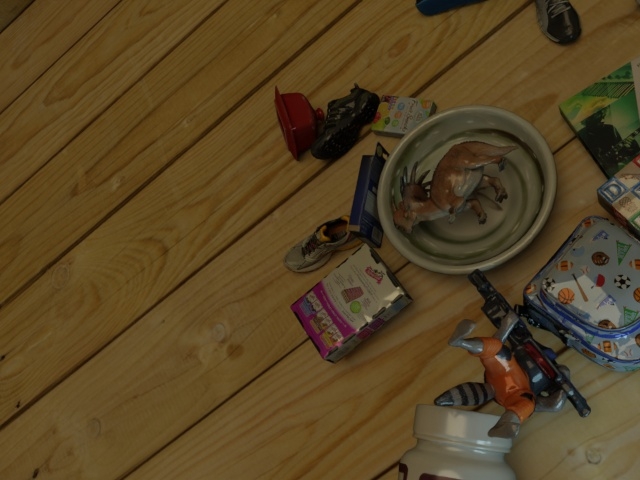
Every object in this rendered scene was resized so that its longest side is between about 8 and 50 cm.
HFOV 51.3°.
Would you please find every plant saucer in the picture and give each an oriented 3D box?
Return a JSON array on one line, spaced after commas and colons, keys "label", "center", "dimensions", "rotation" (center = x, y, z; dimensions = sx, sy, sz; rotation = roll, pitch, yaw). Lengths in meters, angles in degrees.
[{"label": "plant saucer", "center": [0.328, -0.106, 1.503], "dimensions": [0.400, 0.100, 0.400], "rotation": [-9, 68, 24]}]

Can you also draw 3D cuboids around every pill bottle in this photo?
[{"label": "pill bottle", "center": [0.251, 0.521, 1.257], "dimensions": [0.224, 0.224, 0.392], "rotation": [2, 75, 27]}]

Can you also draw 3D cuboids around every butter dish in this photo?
[{"label": "butter dish", "center": [-0.048, -0.319, 1.757], "dimensions": [0.118, 0.160, 0.160], "rotation": [-16, 64, -4]}]

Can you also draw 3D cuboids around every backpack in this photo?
[{"label": "backpack", "center": [0.552, 0.107, 1.266], "dimensions": [0.263, 0.213, 0.276], "rotation": [41, 91, 21]}]

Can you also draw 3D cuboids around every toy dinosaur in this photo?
[{"label": "toy dinosaur", "center": [0.277, -0.132, 1.415], "dimensions": [0.296, 0.127, 0.200], "rotation": [-49, 52, -2]}]

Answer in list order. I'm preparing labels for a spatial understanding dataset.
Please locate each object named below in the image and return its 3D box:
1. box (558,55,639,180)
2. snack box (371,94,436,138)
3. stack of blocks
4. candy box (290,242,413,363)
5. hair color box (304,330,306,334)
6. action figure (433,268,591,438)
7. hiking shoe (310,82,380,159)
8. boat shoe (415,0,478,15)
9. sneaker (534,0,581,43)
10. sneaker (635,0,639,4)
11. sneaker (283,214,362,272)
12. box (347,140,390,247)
[{"label": "box", "center": [0.683, -0.221, 1.388], "dimensions": [0.232, 0.058, 0.322], "rotation": [-32, 61, 14]}, {"label": "snack box", "center": [0.208, -0.307, 1.669], "dimensions": [0.141, 0.037, 0.100], "rotation": [14, 81, 30]}, {"label": "stack of blocks", "center": [0.703, -0.122, 1.263], "dimensions": [0.297, 0.087, 0.171], "rotation": [-41, 61, 9]}, {"label": "candy box", "center": [0.068, 0.142, 1.506], "dimensions": [0.233, 0.071, 0.159], "rotation": [-40, 60, 9]}, {"label": "hair color box", "center": [0.043, 0.167, 1.583], "dimensions": [0.167, 0.053, 0.093], "rotation": [-14, 68, 20]}, {"label": "action figure", "center": [0.327, 0.224, 1.263], "dimensions": [0.178, 0.330, 0.341], "rotation": [-43, 61, 19]}, {"label": "hiking shoe", "center": [0.049, -0.307, 1.735], "dimensions": [0.227, 0.086, 0.114], "rotation": [-45, 49, -3]}, {"label": "boat shoe", "center": [0.358, -0.655, 1.675], "dimensions": [0.258, 0.109, 0.089], "rotation": [-7, 67, 23]}, {"label": "sneaker", "center": [0.527, -0.571, 1.543], "dimensions": [0.086, 0.132, 0.229], "rotation": [-26, 63, 17]}, {"label": "sneaker", "center": [0.772, -0.626, 1.479], "dimensions": [0.240, 0.091, 0.126], "rotation": [-42, 41, 9]}, {"label": "sneaker", "center": [0.000, 0.000, 1.638], "dimensions": [0.225, 0.093, 0.088], "rotation": [-32, 62, 15]}, {"label": "box", "center": [0.125, -0.108, 1.586], "dimensions": [0.036, 0.136, 0.225], "rotation": [6, 75, 29]}]
